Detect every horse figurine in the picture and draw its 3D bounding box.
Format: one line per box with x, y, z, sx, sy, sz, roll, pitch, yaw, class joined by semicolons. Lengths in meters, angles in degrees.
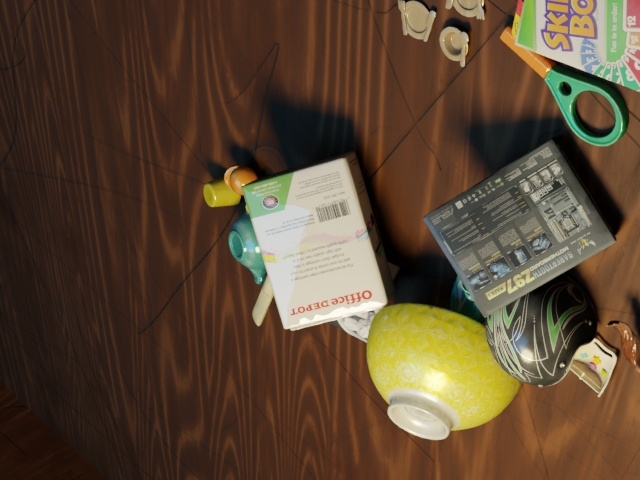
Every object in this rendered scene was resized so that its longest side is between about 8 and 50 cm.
0.553;0.194;1.599;0.263;0.066;0.175;24;127;36;horse figurine

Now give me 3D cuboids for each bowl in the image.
0.199;0.256;1.901;0.289;0.156;0.289;19;149;12;bowl

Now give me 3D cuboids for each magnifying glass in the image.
0.350;-0.227;1.559;0.231;0.026;0.092;48;144;16;magnifying glass

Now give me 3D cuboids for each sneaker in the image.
0.269;0.057;1.799;0.107;0.110;0.275;44;143;19;sneaker

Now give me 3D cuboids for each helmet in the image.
0.344;0.142;1.724;0.169;0.161;0.169;31;140;31;helmet

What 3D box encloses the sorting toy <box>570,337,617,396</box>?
0.447;0.197;1.753;0.083;0.045;0.075;42;135;22;sorting toy

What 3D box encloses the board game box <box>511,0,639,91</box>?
0.370;-0.293;1.461;0.259;0.039;0.124;31;126;36;board game box

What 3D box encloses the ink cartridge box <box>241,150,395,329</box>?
0.000;0.000;1.965;0.201;0.117;0.278;-15;97;14;ink cartridge box

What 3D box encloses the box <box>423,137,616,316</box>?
0.301;-0.019;1.635;0.232;0.059;0.183;-33;89;16;box

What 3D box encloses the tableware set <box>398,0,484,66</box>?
0.184;-0.356;1.666;0.168;0.020;0.141;32;138;31;tableware set

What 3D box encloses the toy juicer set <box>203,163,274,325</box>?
-0.123;-0.009;2.221;0.209;0.089;0.329;-36;73;57;toy juicer set

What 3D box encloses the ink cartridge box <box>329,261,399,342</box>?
0.033;0.084;2.110;0.208;0.045;0.206;27;138;10;ink cartridge box
